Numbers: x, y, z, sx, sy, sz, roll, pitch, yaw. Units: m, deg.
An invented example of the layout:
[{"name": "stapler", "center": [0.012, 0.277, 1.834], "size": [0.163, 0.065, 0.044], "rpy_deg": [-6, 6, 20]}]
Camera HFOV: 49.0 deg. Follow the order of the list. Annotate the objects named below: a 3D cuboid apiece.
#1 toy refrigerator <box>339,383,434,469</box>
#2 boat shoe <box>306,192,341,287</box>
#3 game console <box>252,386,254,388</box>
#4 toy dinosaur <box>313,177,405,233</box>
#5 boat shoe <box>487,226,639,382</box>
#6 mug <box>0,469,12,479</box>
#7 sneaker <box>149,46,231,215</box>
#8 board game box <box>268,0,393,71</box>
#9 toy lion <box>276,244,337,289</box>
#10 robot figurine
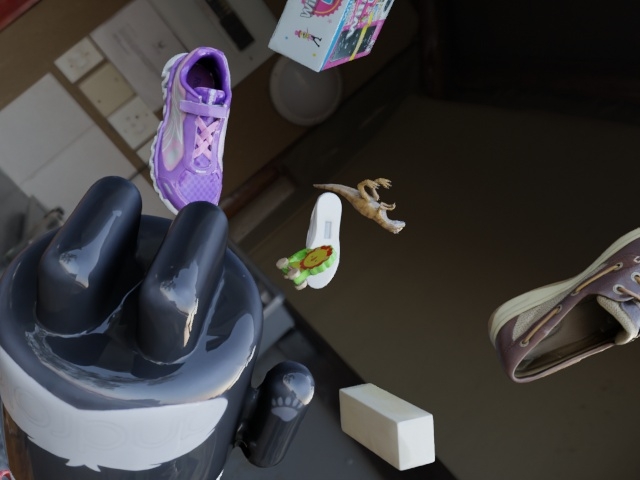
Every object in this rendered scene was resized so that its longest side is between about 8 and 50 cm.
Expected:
[{"name": "toy refrigerator", "center": [0.143, 0.400, 1.539], "size": [0.269, 0.094, 0.102], "rpy_deg": [-173, -102, -66]}, {"name": "boat shoe", "center": [0.000, 0.000, 1.360], "size": [0.063, 0.066, 0.184], "rpy_deg": [170, -78, -81]}, {"name": "game console", "center": [-0.232, 0.379, 1.811], "size": [0.107, 0.071, 0.122], "rpy_deg": [23, -19, 50]}, {"name": "toy dinosaur", "center": [0.084, -0.086, 1.448], "size": [0.211, 0.112, 0.064], "rpy_deg": [34, 37, 4]}, {"name": "boat shoe", "center": [0.384, 0.086, 0.904], "size": [0.123, 0.342, 0.123], "rpy_deg": [57, 16, -20]}, {"name": "mug", "center": [-0.671, 0.570, 1.454], "size": [0.113, 0.150, 0.169], "rpy_deg": [-12, -72, 52]}, {"name": "sneaker", "center": [-0.157, -0.147, 0.900], "size": [0.095, 0.236, 0.104], "rpy_deg": [7, -15, -31]}, {"name": "board game box", "center": [0.047, -0.412, 1.160], "size": [0.097, 0.224, 0.303], "rpy_deg": [30, 27, 9]}, {"name": "toy lion", "center": [-0.020, 0.038, 1.223], "size": [0.034, 0.096, 0.100], "rpy_deg": [58, -10, -25]}, {"name": "robot figurine", "center": [-0.134, 0.092, 0.494], "size": [0.209, 0.173, 0.278], "rpy_deg": [42, -44, 27]}]
